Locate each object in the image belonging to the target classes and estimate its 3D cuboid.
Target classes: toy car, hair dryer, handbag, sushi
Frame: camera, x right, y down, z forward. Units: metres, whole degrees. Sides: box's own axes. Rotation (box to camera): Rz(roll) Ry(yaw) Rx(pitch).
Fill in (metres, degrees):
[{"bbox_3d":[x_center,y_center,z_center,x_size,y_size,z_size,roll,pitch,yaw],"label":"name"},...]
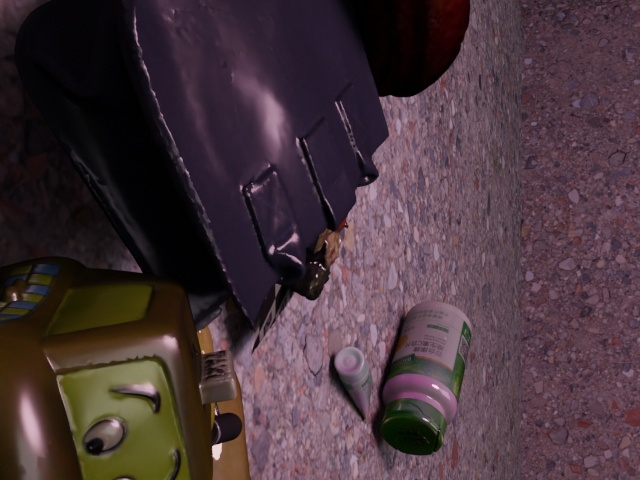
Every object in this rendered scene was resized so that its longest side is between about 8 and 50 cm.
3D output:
[{"bbox_3d":[-0.144,0.093,0.386,0.248,0.198,0.204,-122,-157,-75],"label":"toy car"},{"bbox_3d":[-0.099,0.137,0.623,0.083,0.026,0.047,68,15,14],"label":"hair dryer"},{"bbox_3d":[-0.053,-0.093,0.552,0.325,0.118,0.269,-52,127,-51],"label":"handbag"},{"bbox_3d":[0.000,0.000,0.846,0.231,0.047,0.219,-54,161,-64],"label":"sushi"}]

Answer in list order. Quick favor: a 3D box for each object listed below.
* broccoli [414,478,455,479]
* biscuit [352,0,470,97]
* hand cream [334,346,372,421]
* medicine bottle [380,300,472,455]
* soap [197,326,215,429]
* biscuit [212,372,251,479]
[{"bbox_3d":[0.128,0.432,0.737,0.275,0.397,0.353,111,-4,-62],"label":"broccoli"},{"bbox_3d":[0.002,-0.330,0.732,0.407,0.091,0.407,56,-8,13],"label":"biscuit"},{"bbox_3d":[0.061,0.221,1.110,0.174,0.047,0.076,65,31,-56],"label":"hand cream"},{"bbox_3d":[0.188,0.244,1.272,0.274,0.133,0.133,-65,144,-47],"label":"medicine bottle"},{"bbox_3d":[-0.116,0.100,0.566,0.089,0.045,0.140,53,21,-46],"label":"soap"},{"bbox_3d":[-0.126,0.219,0.598,0.237,0.062,0.290,39,37,-57],"label":"biscuit"}]
